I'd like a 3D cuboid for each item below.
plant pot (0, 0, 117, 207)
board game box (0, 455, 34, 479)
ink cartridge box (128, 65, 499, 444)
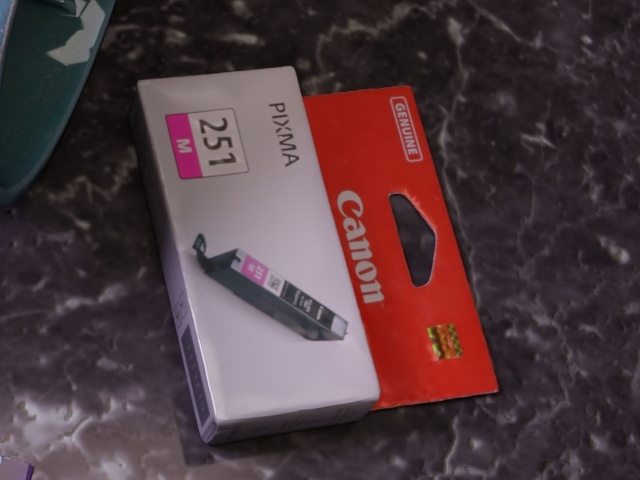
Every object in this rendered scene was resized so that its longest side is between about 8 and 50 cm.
[{"bbox_3d":[-0.316,-0.238,1.216,0.334,0.341,0.341,19,62,1],"label":"plant pot"},{"bbox_3d":[-0.222,0.222,1.106,0.048,0.170,0.141,16,63,-7],"label":"board game box"},{"bbox_3d":[0.000,0.000,1.337,0.238,0.060,0.275,-8,69,-18],"label":"ink cartridge box"}]
